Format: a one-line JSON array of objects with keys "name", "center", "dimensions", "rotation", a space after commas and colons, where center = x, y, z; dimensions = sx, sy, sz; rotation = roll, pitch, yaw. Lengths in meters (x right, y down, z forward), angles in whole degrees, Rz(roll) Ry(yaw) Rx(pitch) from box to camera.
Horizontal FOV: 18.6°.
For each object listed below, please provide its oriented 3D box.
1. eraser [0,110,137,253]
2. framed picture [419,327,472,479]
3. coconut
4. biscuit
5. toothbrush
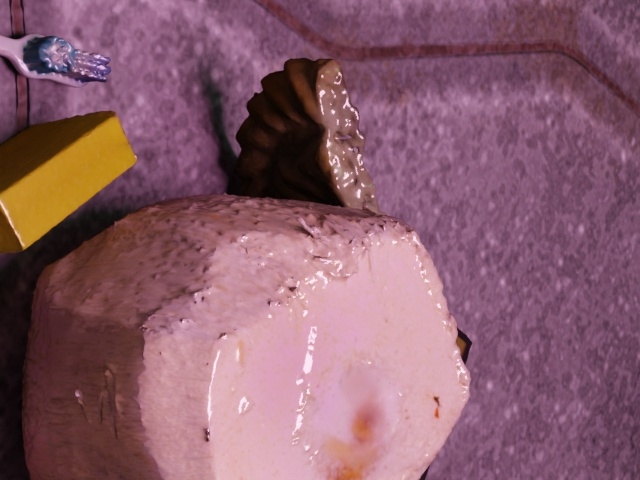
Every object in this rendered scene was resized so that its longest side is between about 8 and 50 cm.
[{"name": "eraser", "center": [-0.200, -0.039, 1.324], "dimensions": [0.122, 0.097, 0.045], "rotation": [-41, 116, -39]}, {"name": "framed picture", "center": [0.007, 0.168, 1.604], "dimensions": [0.244, 0.013, 0.324], "rotation": [40, 61, -38]}, {"name": "coconut", "center": [-0.068, 0.106, 1.348], "dimensions": [0.297, 0.254, 0.297], "rotation": [-6, 99, -41]}, {"name": "biscuit", "center": [0.000, 0.000, 1.474], "dimensions": [0.036, 0.187, 0.273], "rotation": [-27, 99, -31]}, {"name": "toothbrush", "center": [-0.310, -0.164, 1.258], "dimensions": [0.418, 0.040, 0.042], "rotation": [17, 79, -41]}]
